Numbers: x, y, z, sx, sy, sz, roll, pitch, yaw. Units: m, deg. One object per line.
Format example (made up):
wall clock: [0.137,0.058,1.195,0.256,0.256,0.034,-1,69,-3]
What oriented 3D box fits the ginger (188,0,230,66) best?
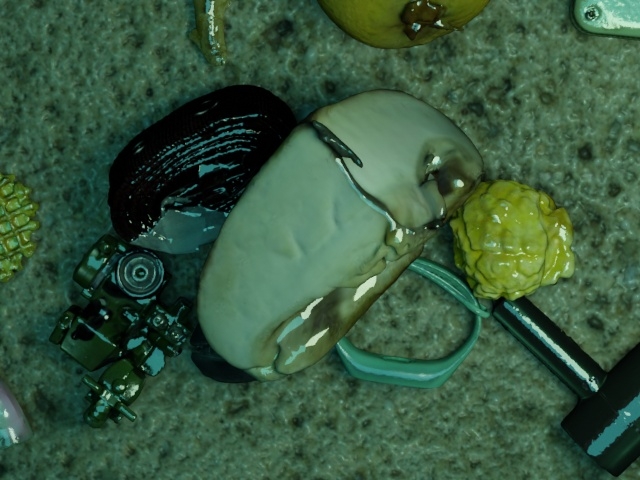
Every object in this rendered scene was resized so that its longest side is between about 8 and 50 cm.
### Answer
ginger: [-0.158,-0.319,1.825,0.057,0.044,0.137,-1,99,-12]

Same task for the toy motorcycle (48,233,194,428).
toy motorcycle: [-0.302,0.134,1.850,0.205,0.127,0.275,38,96,-2]

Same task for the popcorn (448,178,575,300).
popcorn: [0.263,-0.001,1.763,0.180,0.180,0.170,-47,126,9]

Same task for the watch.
watch: [0.123,0.114,1.839,0.237,0.068,0.195,8,95,8]

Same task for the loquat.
loquat: [0.112,-0.381,1.674,0.274,0.275,0.275,1,97,6]

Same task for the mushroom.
mushroom: [0.006,-0.004,1.715,0.224,0.313,0.397,41,121,3]

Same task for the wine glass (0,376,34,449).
wine glass: [-0.489,0.234,1.906,0.073,0.073,0.155,-18,95,7]

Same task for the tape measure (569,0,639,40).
tape measure: [0.445,-0.390,1.722,0.207,0.115,0.235,7,97,7]

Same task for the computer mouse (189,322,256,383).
computer mouse: [-0.098,0.155,1.864,0.192,0.062,0.106,-4,96,5]

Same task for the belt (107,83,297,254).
belt: [-0.163,-0.101,1.798,0.289,0.164,0.184,-25,119,6]

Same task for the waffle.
waffle: [-0.506,-0.020,1.895,0.191,0.038,0.191,1,96,6]

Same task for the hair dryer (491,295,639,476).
hair dryer: [0.392,0.145,1.802,0.302,0.116,0.244,43,96,7]
